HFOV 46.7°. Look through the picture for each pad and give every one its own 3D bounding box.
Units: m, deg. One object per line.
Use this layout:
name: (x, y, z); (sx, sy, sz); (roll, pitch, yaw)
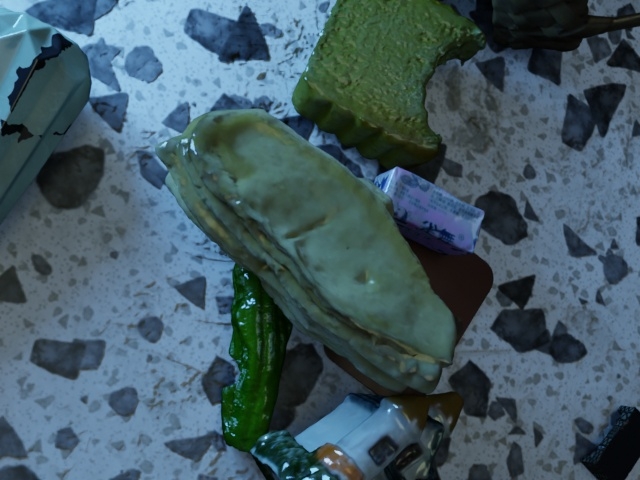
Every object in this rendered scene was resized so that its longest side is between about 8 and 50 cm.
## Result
pad: (0.136, 0.102, 1.098); (0.181, 0.004, 0.267); (37, 74, -8)

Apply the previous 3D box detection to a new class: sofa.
sofa: (0.463, 0.318, 1.147); (0.060, 0.039, 0.118); (46, 72, -7)

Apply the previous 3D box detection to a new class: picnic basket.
picnic basket: (0.405, -0.429, 1.061); (0.337, 0.337, 0.293); (9, 80, -15)

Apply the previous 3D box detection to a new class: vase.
vase: (-0.411, -0.092, 0.890); (0.165, 0.165, 0.360); (24, 80, -12)

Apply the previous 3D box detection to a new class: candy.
candy: (0.146, -0.039, 1.072); (0.160, 0.092, 0.073); (26, 81, -13)

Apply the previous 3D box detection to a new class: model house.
model house: (0.100, 0.298, 0.939); (0.301, 0.190, 0.271); (-36, 112, -24)

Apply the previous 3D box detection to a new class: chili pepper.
chili pepper: (-0.085, 0.148, 0.975); (0.083, 0.099, 0.253); (10, 79, -25)

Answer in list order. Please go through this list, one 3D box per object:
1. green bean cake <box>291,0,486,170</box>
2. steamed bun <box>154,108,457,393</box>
green bean cake: (0.097, -0.242, 1.073); (0.233, 0.124, 0.236); (28, 75, -10)
steamed bun: (0.000, 0.000, 0.953); (0.428, 0.189, 0.247); (41, 58, 3)
